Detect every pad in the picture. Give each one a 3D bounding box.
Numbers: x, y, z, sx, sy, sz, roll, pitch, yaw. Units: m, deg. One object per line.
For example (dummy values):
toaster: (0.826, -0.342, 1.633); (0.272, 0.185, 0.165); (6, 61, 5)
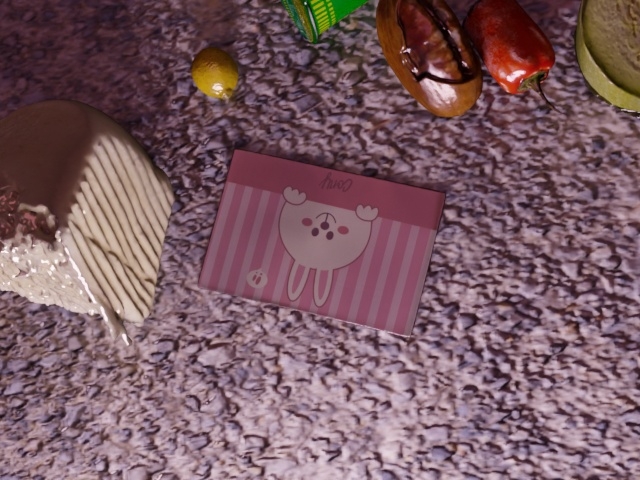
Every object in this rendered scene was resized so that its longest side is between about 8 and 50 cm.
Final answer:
pad: (0.000, 0.000, 1.771); (0.300, 0.005, 0.202); (13, 83, 12)

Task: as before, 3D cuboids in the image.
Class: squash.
squash: (0.432, -0.269, 1.684); (0.220, 0.133, 0.220); (-1, 81, 4)

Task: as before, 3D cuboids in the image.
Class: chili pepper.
chili pepper: (0.261, -0.234, 1.724); (0.086, 0.084, 0.192); (-35, 72, 7)

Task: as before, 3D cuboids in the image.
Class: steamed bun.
steamed bun: (-0.355, -0.034, 1.706); (0.272, 0.290, 0.273); (7, 64, 17)

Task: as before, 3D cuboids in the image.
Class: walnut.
walnut: (0.138, -0.252, 1.719); (0.116, 0.116, 0.207); (-31, 101, 4)

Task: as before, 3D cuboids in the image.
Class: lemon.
lemon: (-0.143, -0.227, 1.806); (0.062, 0.062, 0.083); (-31, 69, 4)

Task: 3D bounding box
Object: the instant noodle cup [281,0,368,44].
instant noodle cup: (0.046, -0.398, 1.744); (0.233, 0.207, 0.207); (-27, 77, -4)
